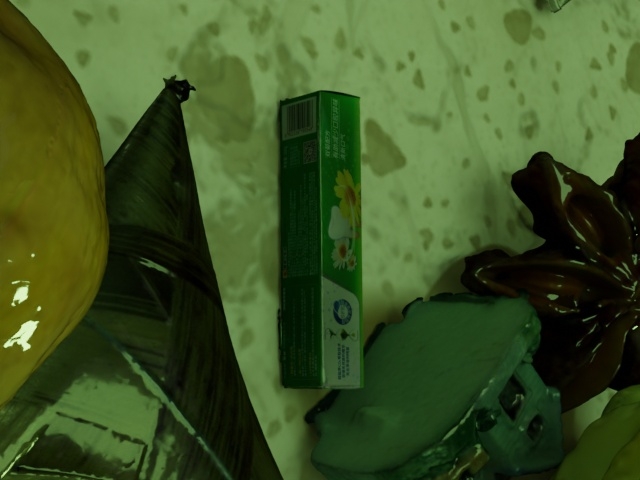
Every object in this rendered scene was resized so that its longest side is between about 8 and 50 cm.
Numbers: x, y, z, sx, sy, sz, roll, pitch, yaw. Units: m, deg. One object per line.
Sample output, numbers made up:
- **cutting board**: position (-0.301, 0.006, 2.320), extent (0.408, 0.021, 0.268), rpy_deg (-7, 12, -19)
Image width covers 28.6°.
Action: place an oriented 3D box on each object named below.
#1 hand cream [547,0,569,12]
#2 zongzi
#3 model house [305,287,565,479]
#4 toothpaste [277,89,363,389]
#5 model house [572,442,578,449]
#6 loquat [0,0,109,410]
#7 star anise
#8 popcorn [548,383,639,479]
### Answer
- **hand cream**: position (0.224, -0.241, 0.958), extent (0.186, 0.054, 0.087), rpy_deg (-27, 97, -30)
- **zongzi**: position (-0.062, 0.071, 0.658), extent (0.221, 0.112, 0.242), rpy_deg (42, 61, -25)
- **model house**: position (0.089, 0.129, 0.775), extent (0.149, 0.119, 0.148), rpy_deg (53, 56, -29)
- **toothpaste**: position (0.000, 0.000, 0.757), extent (0.037, 0.043, 0.178), rpy_deg (4, 82, -40)
- **model house**: position (0.191, 0.192, 0.881), extent (0.083, 0.066, 0.079), rpy_deg (-40, 121, -15)
- **loquat**: position (-0.194, -0.022, 0.494), extent (0.238, 0.238, 0.193), rpy_deg (47, 66, -24)
- **star anise**: position (0.197, 0.024, 0.856), extent (0.220, 0.126, 0.190), rpy_deg (-14, 94, -15)
- **popcorn**: position (0.228, 0.215, 0.707), extent (0.312, 0.312, 0.312), rpy_deg (5, 82, -37)
